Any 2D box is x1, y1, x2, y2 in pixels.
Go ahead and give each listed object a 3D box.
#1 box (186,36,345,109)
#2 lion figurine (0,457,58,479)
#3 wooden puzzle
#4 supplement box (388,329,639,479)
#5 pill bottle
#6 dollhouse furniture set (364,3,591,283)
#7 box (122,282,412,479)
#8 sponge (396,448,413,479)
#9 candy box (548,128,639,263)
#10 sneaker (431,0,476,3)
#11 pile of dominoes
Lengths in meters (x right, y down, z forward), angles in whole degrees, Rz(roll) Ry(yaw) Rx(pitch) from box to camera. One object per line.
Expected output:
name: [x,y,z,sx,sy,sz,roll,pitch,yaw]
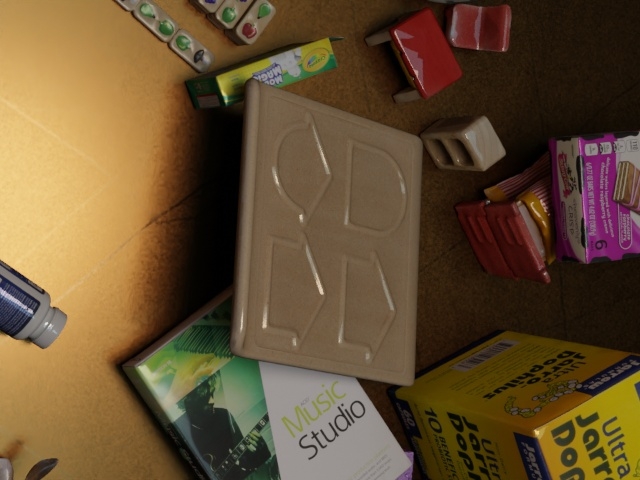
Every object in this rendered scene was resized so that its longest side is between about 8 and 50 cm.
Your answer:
box: [-0.061,-0.205,1.915,0.179,0.105,0.043,-24,102,-22]
lion figurine: [-0.469,0.367,1.726,0.392,0.142,0.240,-5,81,-17]
wooden puzzle: [0.000,0.000,1.909,0.348,0.081,0.322,17,72,-49]
supplement box: [0.271,0.249,1.956,0.195,0.356,0.194,-26,103,-22]
pill bottle: [-0.352,0.072,1.814,0.120,0.067,0.067,38,77,-22]
dollhouse furniture set: [0.247,-0.150,2.036,0.201,0.152,0.374,-34,106,-20]
box: [-0.060,0.216,1.937,0.232,0.058,0.322,-38,100,-25]
sponge: [0.021,0.324,2.021,0.210,0.031,0.117,5,89,-24]
candy box: [0.406,-0.061,1.991,0.233,0.071,0.159,-8,96,-26]
sneaker: [0.227,-0.391,2.048,0.267,0.106,0.101,-34,112,-10]
pile of dominoes: [-0.159,-0.342,1.899,0.251,0.040,0.196,40,76,-22]
